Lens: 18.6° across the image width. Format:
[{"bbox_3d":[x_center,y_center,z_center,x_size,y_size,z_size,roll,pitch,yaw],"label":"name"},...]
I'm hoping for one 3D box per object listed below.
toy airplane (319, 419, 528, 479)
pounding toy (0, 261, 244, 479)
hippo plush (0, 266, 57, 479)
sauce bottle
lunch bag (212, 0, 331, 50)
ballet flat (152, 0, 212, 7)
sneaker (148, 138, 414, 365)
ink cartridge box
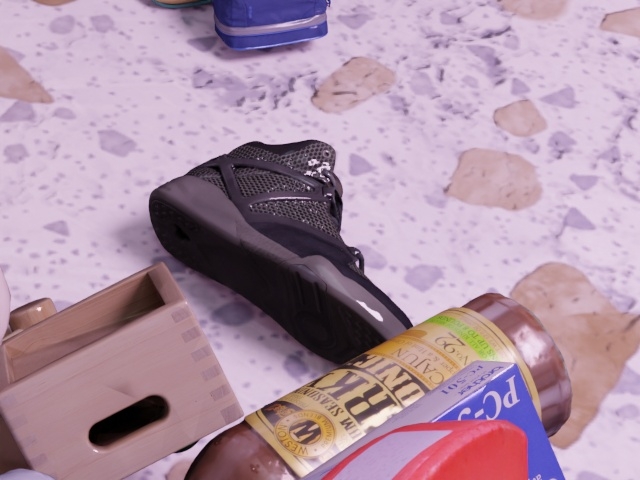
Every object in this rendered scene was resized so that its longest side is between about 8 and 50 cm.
[{"bbox_3d":[-0.023,0.287,0.876,0.386,0.272,0.384,-41,34,15],"label":"toy airplane"},{"bbox_3d":[-0.158,0.097,1.242,0.181,0.094,0.206,-27,14,-5],"label":"pounding toy"},{"bbox_3d":[-0.254,0.157,1.045,0.294,0.236,0.234,-26,5,20],"label":"hippo plush"},{"bbox_3d":[0.002,0.145,1.206,0.344,0.111,0.111,-28,53,-30],"label":"sauce bottle"},{"bbox_3d":[-0.038,-0.190,1.581,0.098,0.065,0.067,-9,31,-14],"label":"lunch bag"},{"bbox_3d":[-0.051,-0.265,1.650,0.232,0.073,0.080,-25,52,-28],"label":"ballet flat"},{"bbox_3d":[0.000,0.000,1.372,0.227,0.087,0.130,33,56,32],"label":"sneaker"},{"bbox_3d":[0.047,0.161,1.143,0.207,0.097,0.046,-32,15,-28],"label":"ink cartridge box"}]
